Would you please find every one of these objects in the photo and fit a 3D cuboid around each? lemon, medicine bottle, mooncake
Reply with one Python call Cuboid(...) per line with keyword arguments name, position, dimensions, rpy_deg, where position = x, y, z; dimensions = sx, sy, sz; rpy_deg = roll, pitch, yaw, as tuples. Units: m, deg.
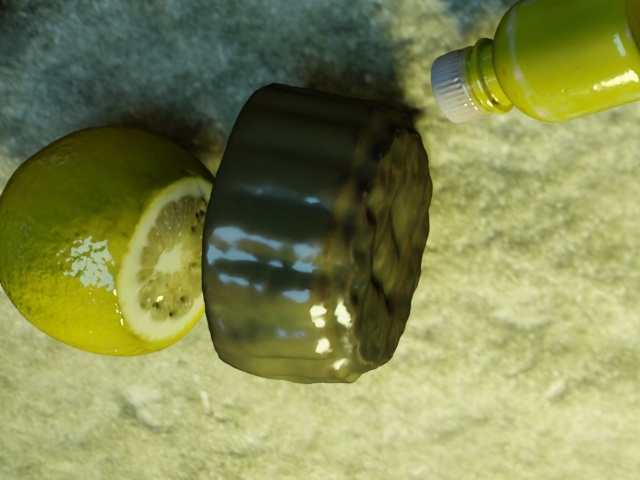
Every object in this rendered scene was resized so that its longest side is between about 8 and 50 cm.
Cuboid(name="lemon", position=(-0.231, -0.005, 1.946), dimensions=(0.219, 0.240, 0.240), rpy_deg=(17, 127, 30))
Cuboid(name="medicine bottle", position=(0.206, -0.165, 1.697), dimensions=(0.212, 0.122, 0.122), rpy_deg=(-15, 112, 33))
Cuboid(name="mooncake", position=(0.000, 0.000, 1.802), dimensions=(0.161, 0.290, 0.290), rpy_deg=(9, 123, 17))
